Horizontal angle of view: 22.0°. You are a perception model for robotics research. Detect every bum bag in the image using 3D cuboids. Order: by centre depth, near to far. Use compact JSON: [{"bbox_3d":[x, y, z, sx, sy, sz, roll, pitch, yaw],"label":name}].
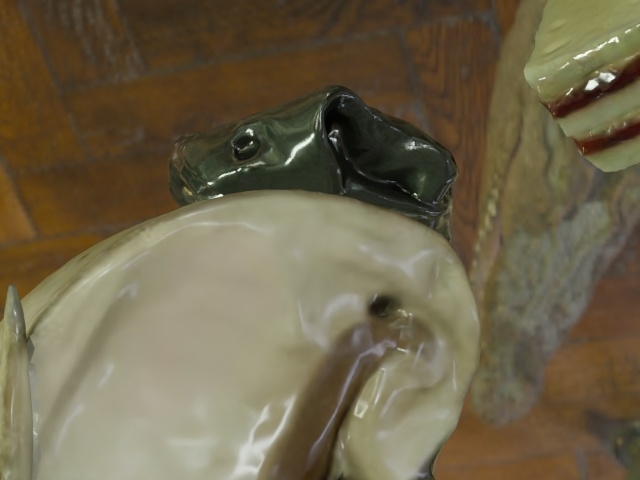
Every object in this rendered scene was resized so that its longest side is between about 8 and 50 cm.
[{"bbox_3d":[0.000,0.000,0.793,0.142,0.080,0.326,9,162,0],"label":"bum bag"}]

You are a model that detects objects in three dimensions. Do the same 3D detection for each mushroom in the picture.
[{"bbox_3d":[-0.003,0.124,0.401,0.195,0.254,0.189,-9,168,-30],"label":"mushroom"}]

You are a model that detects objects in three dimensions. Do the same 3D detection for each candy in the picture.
[{"bbox_3d":[0.302,-0.214,1.444,0.179,0.321,0.135,-25,119,34],"label":"candy"}]
